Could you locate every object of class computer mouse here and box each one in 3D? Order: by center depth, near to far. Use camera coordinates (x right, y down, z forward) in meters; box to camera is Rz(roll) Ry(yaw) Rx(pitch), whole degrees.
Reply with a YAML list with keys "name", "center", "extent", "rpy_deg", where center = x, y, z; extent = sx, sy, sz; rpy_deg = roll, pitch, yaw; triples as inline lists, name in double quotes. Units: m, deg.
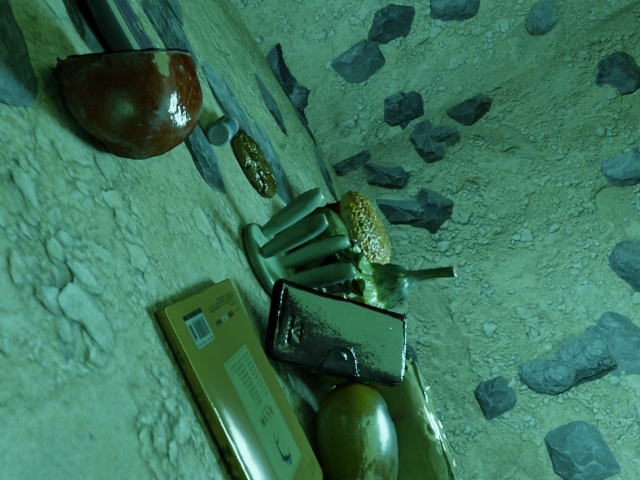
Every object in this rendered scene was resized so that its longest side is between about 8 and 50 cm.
- name: "computer mouse"
  center: [-0.363, -0.387, 1.028]
  extent: [0.120, 0.057, 0.232]
  rpy_deg: [-97, 163, -61]

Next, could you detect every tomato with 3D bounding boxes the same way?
- name: "tomato"
  center: [-0.264, -0.196, 0.830]
  extent: [0.214, 0.181, 0.155]
  rpy_deg: [-54, 136, -71]

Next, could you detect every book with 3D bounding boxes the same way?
- name: "book"
  center: [-0.106, 0.252, 0.872]
  extent: [0.388, 0.032, 0.269]
  rpy_deg: [65, 11, 1]

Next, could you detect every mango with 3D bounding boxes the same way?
- name: "mango"
  center: [0.073, 0.416, 1.097]
  extent: [0.192, 0.146, 0.316]
  rpy_deg: [49, 24, -33]

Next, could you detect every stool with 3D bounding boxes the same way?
- name: "stool"
  center: [-0.048, 0.012, 1.307]
  extent: [0.195, 0.199, 0.195]
  rpy_deg: [59, 9, -26]

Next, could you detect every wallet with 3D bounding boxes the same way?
- name: "wallet"
  center: [0.041, 0.193, 1.162]
  extent: [0.318, 0.045, 0.172]
  rpy_deg: [19, 62, -26]

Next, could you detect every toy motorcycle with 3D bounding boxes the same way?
- name: "toy motorcycle"
  center: [0.054, 0.105, 1.768]
  extent: [0.073, 0.225, 0.152]
  rpy_deg: [-29, 73, -42]

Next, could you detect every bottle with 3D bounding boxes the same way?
- name: "bottle"
  center: [-0.240, -0.286, 1.442]
  extent: [0.060, 0.060, 0.217]
  rpy_deg: [62, 9, -20]

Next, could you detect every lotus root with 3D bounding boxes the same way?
- name: "lotus root"
  center: [0.000, 0.000, 1.686]
  extent: [0.173, 0.173, 0.309]
  rpy_deg: [59, 6, -33]

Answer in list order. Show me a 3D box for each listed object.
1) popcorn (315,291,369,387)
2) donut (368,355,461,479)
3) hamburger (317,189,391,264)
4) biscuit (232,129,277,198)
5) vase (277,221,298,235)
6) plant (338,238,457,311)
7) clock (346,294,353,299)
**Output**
- name: "popcorn"
  center: [0.045, 0.239, 1.296]
  extent: [0.190, 0.191, 0.253]
  rpy_deg: [-38, 100, -43]
- name: "donut"
  center: [0.208, 0.439, 1.327]
  extent: [0.371, 0.150, 0.307]
  rpy_deg: [-102, 169, -52]
- name: "hamburger"
  center: [0.105, -0.004, 2.025]
  extent: [0.329, 0.250, 0.330]
  rpy_deg: [61, 10, -19]
- name: "biscuit"
  center: [-0.184, -0.220, 1.631]
  extent: [0.225, 0.042, 0.226]
  rpy_deg: [61, 11, -21]
- name: "vase"
  center: [-0.090, -0.048, 1.646]
  extent: [0.059, 0.060, 0.211]
  rpy_deg: [62, 9, -20]
- name: "plant"
  center: [0.154, 0.094, 1.462]
  extent: [0.261, 0.297, 0.306]
  rpy_deg: [43, 21, 2]
- name: "clock"
  center: [0.089, 0.255, 1.617]
  extent: [0.241, 0.142, 0.227]
  rpy_deg: [40, 27, -61]
